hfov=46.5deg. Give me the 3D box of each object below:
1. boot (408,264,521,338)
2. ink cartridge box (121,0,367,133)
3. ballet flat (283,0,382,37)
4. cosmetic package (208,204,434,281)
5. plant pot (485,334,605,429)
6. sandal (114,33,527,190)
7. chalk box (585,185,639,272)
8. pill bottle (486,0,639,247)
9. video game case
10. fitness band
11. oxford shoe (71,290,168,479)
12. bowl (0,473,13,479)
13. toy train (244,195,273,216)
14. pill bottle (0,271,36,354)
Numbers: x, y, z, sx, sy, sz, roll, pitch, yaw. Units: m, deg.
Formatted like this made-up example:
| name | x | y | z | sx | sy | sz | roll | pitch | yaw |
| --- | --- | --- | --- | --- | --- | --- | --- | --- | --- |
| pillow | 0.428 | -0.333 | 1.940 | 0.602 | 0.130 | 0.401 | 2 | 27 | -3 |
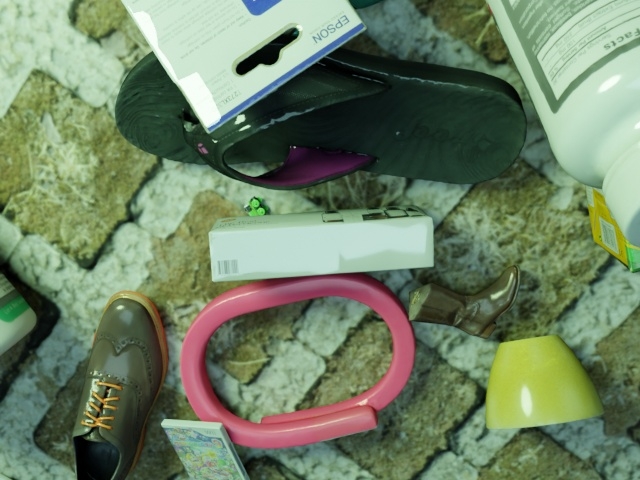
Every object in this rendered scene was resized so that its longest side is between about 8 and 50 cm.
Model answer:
| name | x | y | z | sx | sy | sz | roll | pitch | yaw |
| --- | --- | --- | --- | --- | --- | --- | --- | --- | --- |
| boot | 0.166 | 0.061 | 0.873 | 0.114 | 0.037 | 0.106 | 18 | 108 | -16 |
| ink cartridge box | -0.124 | -0.290 | 0.725 | 0.176 | 0.069 | 0.371 | -33 | 77 | 3 |
| ballet flat | 0.012 | -0.272 | 0.792 | 0.248 | 0.086 | 0.086 | -30 | 101 | 12 |
| cosmetic package | 0.000 | 0.000 | 0.836 | 0.239 | 0.099 | 0.060 | -4 | 99 | -2 |
| plant pot | 0.253 | 0.162 | 0.871 | 0.134 | 0.134 | 0.095 | -10 | 79 | 6 |
| sandal | -0.005 | -0.122 | 0.783 | 0.446 | 0.107 | 0.167 | 4 | 135 | 3 |
| chalk box | 0.403 | -0.067 | 0.788 | 0.213 | 0.132 | 0.132 | -15 | 103 | 7 |
| pill bottle | 0.273 | -0.158 | 0.666 | 0.176 | 0.318 | 0.176 | -9 | 148 | -5 |
| video game case | -0.142 | 0.274 | 0.944 | 0.087 | 0.011 | 0.122 | -3 | 124 | 25 |
| fitness band | -0.027 | 0.144 | 0.916 | 0.291 | 0.054 | 0.209 | -13 | 101 | 6 |
| oxford shoe | -0.251 | 0.197 | 0.917 | 0.097 | 0.098 | 0.271 | 10 | 105 | 1 |
| bowl | -0.510 | 0.453 | 0.986 | 0.298 | 0.134 | 0.297 | 1 | 104 | 4 |
| toy train | -0.063 | -0.016 | 0.892 | 0.024 | 0.017 | 0.083 | -30 | 101 | 22 |
| pill bottle | -0.512 | 0.017 | 0.834 | 0.204 | 0.204 | 0.361 | -34 | 100 | 12 |
